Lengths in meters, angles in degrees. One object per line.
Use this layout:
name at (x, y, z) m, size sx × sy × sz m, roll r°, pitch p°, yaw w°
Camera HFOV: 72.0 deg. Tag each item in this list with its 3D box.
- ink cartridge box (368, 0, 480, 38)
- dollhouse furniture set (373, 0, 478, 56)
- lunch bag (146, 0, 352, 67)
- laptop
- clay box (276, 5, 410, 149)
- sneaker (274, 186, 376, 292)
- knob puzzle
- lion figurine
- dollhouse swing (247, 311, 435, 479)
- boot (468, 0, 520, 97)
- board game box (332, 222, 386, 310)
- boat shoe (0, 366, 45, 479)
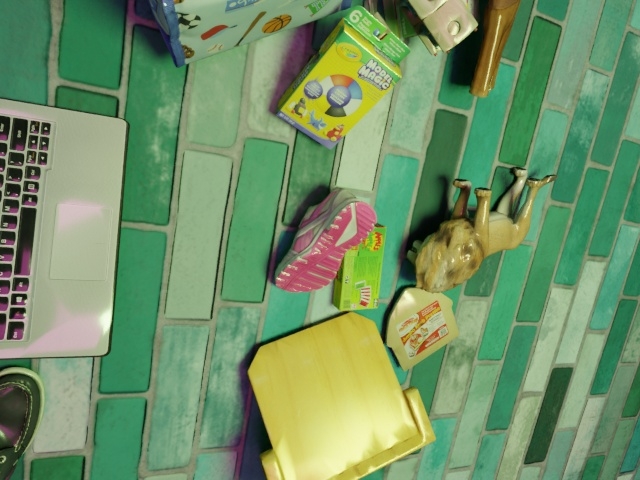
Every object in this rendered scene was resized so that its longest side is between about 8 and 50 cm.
ink cartridge box at (0.199, -0.454, 0.841) m, size 0.209 × 0.062 × 0.109 m, roll -18°, pitch 111°, yaw -16°
dollhouse furniture set at (0.146, -0.353, 0.763) m, size 0.183 × 0.129 × 0.129 m, roll -37°, pitch 104°, yaw 16°
lunch bag at (-0.141, -0.502, 0.604) m, size 0.327 × 0.239 × 0.386 m, roll -24°, pitch 95°, yaw -14°
laptop at (-0.463, -0.035, 0.529) m, size 0.407 × 0.236 × 0.383 m, roll 5°, pitch 83°, yaw -24°
clay box at (0.037, -0.270, 0.759) m, size 0.127 × 0.053 × 0.222 m, roll 27°, pitch 134°, yaw -26°
sneaker at (0.000, 0.000, 0.864) m, size 0.102 × 0.111 × 0.252 m, roll 31°, pitch 113°, yaw -33°
knob puzzle at (0.229, 0.189, 1.042) m, size 0.212 × 0.030 × 0.214 m, roll -6°, pitch 107°, yaw -20°
lion figurine at (0.379, -0.022, 0.990) m, size 0.391 × 0.142 × 0.241 m, roll -10°, pitch 115°, yaw -24°
dollhouse swing at (0.015, 0.385, 0.993) m, size 0.346 × 0.305 × 0.315 m, roll -18°, pitch 151°, yaw -17°
boot at (0.378, -0.448, 0.884) m, size 0.264 × 0.096 × 0.281 m, roll -49°, pitch 145°, yaw -50°
board game box at (0.082, 0.055, 0.940) m, size 0.092 × 0.043 × 0.182 m, roll -1°, pitch 105°, yaw -22°
boat shoe at (-0.573, 0.376, 0.721) m, size 0.127 × 0.113 × 0.340 m, roll 36°, pitch 89°, yaw -25°
